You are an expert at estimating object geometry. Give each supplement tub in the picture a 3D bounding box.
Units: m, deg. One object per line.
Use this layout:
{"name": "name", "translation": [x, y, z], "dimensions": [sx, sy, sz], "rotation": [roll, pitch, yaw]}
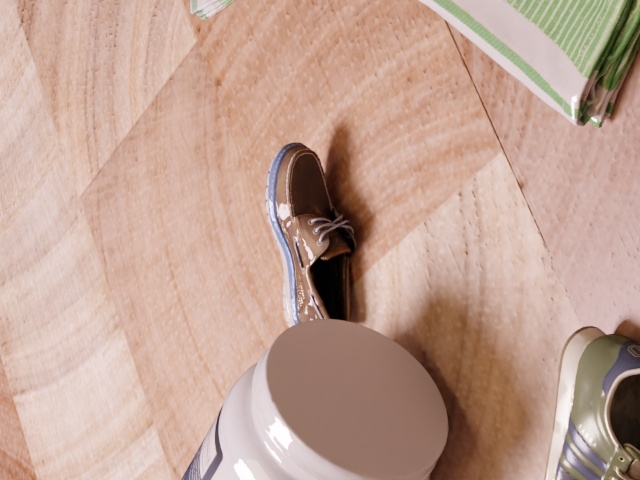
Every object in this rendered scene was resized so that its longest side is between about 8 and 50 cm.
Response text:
{"name": "supplement tub", "translation": [-0.020, 0.219, 1.321], "dimensions": [0.191, 0.191, 0.272], "rotation": [58, 137, 31]}

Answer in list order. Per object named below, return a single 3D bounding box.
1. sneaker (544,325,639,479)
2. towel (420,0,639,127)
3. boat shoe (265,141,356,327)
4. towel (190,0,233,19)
{"name": "sneaker", "translation": [0.215, 0.163, 1.097], "dimensions": [0.086, 0.064, 0.192], "rotation": [11, 101, 58]}
{"name": "towel", "translation": [0.181, -0.279, 1.104], "dimensions": [0.248, 0.038, 0.324], "rotation": [47, 130, 41]}
{"name": "boat shoe", "translation": [0.000, 0.000, 1.377], "dimensions": [0.066, 0.066, 0.183], "rotation": [6, 110, 49]}
{"name": "towel", "translation": [-0.092, -0.296, 1.486], "dimensions": [0.152, 0.023, 0.113], "rotation": [-22, 78, 53]}
